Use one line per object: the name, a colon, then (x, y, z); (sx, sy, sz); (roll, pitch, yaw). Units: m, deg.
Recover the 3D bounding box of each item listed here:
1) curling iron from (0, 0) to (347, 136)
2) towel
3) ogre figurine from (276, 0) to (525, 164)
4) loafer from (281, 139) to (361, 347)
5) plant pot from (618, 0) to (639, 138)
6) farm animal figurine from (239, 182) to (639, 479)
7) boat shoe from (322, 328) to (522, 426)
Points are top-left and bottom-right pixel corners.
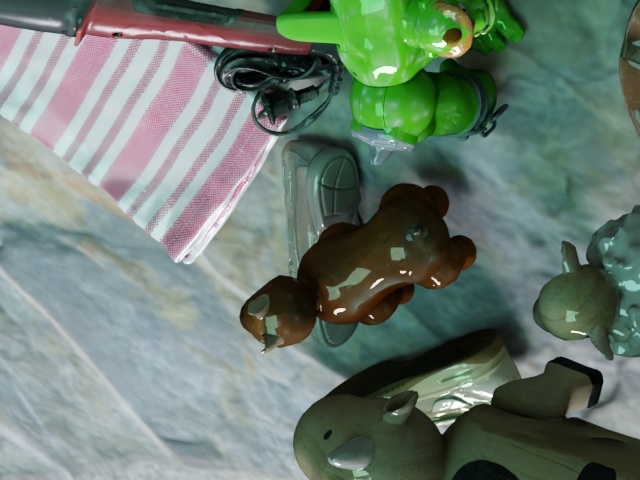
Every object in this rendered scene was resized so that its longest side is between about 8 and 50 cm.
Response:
curling iron: (-0.113, -0.104, 0.921); (0.274, 0.035, 0.068); (10, 126, -19)
towel: (-0.121, -0.088, 1.045); (0.197, 0.029, 0.144); (38, 135, 3)
ogre figurine: (0.043, -0.119, 0.848); (0.097, 0.118, 0.197); (26, 134, 15)
loafer: (0.000, 0.000, 1.029); (0.039, 0.045, 0.125); (25, 129, 39)
plant pot: (0.206, -0.097, 0.724); (0.167, 0.165, 0.167); (17, 131, 21)
farm animal figurine: (0.075, 0.141, 0.910); (0.327, 0.172, 0.330); (0, 100, 30)
boat shoe: (0.052, 0.096, 1.056); (0.153, 0.056, 0.048); (-25, 103, 35)
